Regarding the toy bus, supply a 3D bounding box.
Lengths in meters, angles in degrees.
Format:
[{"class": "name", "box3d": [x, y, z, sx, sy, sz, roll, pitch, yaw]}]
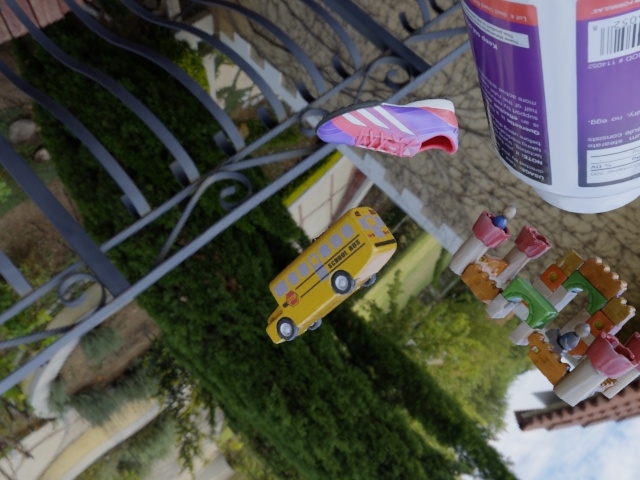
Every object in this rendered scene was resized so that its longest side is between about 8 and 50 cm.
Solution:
[{"class": "toy bus", "box3d": [0.006, 0.082, 1.193, 0.332, 0.130, 0.108, -42, 164, 29]}]

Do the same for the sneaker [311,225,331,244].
[{"class": "sneaker", "box3d": [0.000, 0.000, 1.352, 0.036, 0.032, 0.083, 29, 92, -29]}]

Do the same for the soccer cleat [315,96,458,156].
[{"class": "soccer cleat", "box3d": [0.148, -0.229, 1.212, 0.317, 0.117, 0.108, -8, 167, -16]}]

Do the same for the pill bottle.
[{"class": "pill bottle", "box3d": [0.220, -0.158, 0.468, 0.181, 0.181, 0.323, -45, 143, -5]}]

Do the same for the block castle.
[{"class": "block castle", "box3d": [0.544, 0.131, 1.296, 0.302, 0.453, 0.213, 11, 125, -44]}]
